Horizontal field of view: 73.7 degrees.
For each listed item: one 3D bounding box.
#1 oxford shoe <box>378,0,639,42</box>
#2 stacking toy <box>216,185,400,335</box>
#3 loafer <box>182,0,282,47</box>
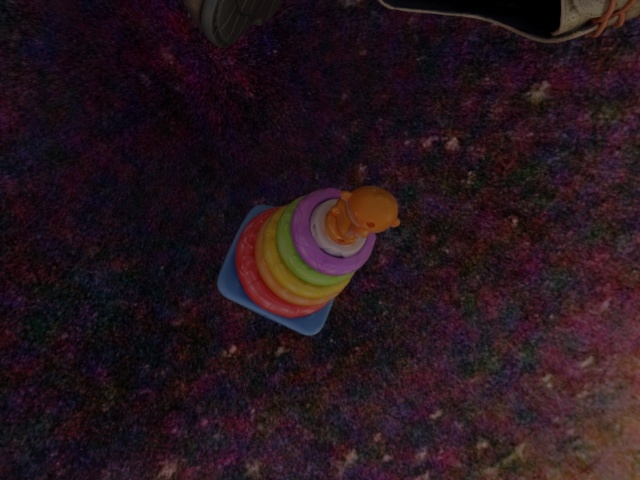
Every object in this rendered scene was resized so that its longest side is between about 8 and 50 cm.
[{"bbox_3d":[0.229,-0.195,0.297,0.147,0.396,0.140,-68,154,-9],"label":"oxford shoe"},{"bbox_3d":[0.000,0.000,0.522,0.175,0.302,0.166,28,64,-13],"label":"stacking toy"},{"bbox_3d":[-0.092,-0.259,0.419,0.084,0.268,0.096,31,120,-11],"label":"loafer"}]
